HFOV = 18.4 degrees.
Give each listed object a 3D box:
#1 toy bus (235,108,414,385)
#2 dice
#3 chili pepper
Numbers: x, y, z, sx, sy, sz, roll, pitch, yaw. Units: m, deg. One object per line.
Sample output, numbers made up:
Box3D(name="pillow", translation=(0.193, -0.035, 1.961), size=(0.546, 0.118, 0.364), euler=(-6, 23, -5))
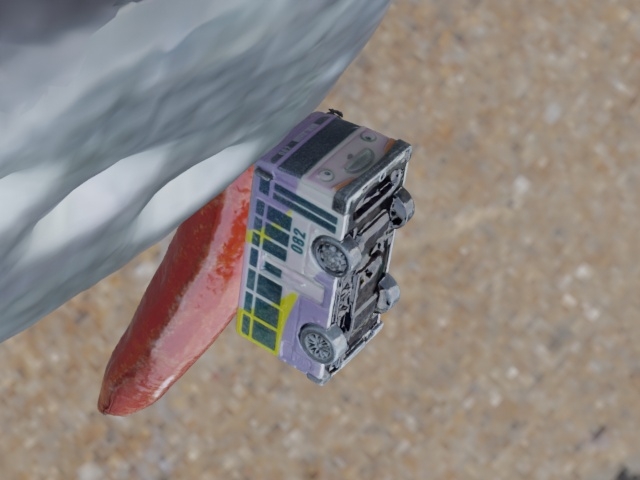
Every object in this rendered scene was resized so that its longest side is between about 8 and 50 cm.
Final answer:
Box3D(name="toy bus", translation=(0.000, 0.000, 0.786), size=(0.052, 0.058, 0.102), euler=(-42, 151, -41))
Box3D(name="dice", translation=(-0.100, -0.077, 0.453), size=(0.182, 0.181, 0.183), euler=(-34, 173, -27))
Box3D(name="chili pepper", translation=(-0.056, 0.000, 1.066), size=(0.063, 0.071, 0.272), euler=(21, 114, -13))
